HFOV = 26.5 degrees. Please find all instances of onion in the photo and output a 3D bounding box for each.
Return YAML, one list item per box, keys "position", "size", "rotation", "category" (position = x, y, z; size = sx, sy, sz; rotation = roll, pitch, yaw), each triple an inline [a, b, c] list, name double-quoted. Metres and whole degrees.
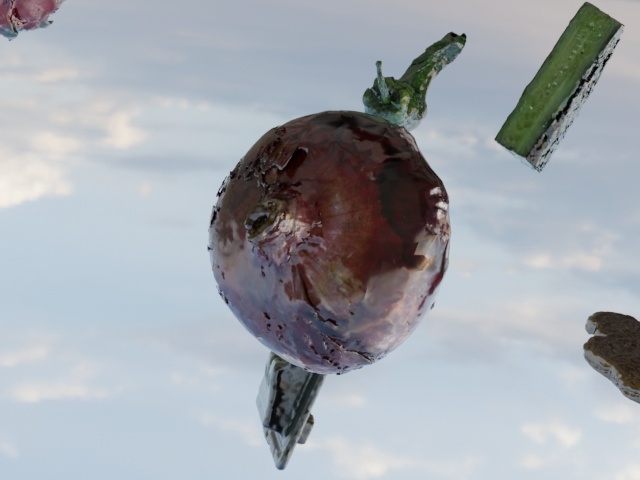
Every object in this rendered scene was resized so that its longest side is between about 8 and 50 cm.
- position: [0.000, 0.000, 1.273]
  size: [0.252, 0.252, 0.219]
  rotation: [12, 180, 26]
  category: "onion"

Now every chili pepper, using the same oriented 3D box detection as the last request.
- position: [0.100, -0.172, 1.576]
  size: [0.065, 0.122, 0.279]
  rotation: [26, -156, 9]
  category: "chili pepper"

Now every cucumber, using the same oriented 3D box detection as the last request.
- position: [0.307, -0.188, 1.692]
  size: [0.062, 0.211, 0.078]
  rotation: [29, -173, -46]
  category: "cucumber"

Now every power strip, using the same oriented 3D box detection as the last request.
- position: [-0.048, 0.220, 2.205]
  size: [0.092, 0.251, 0.257]
  rotation: [17, -174, -10]
  category: "power strip"

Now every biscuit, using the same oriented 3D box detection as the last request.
- position: [0.425, 0.159, 1.599]
  size: [0.208, 0.041, 0.290]
  rotation: [-7, -154, -36]
  category: "biscuit"

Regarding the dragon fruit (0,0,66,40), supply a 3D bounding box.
- position: [-0.313, -0.297, 1.343]
  size: [0.182, 0.182, 0.189]
  rotation: [4, -129, -16]
  category: "dragon fruit"
